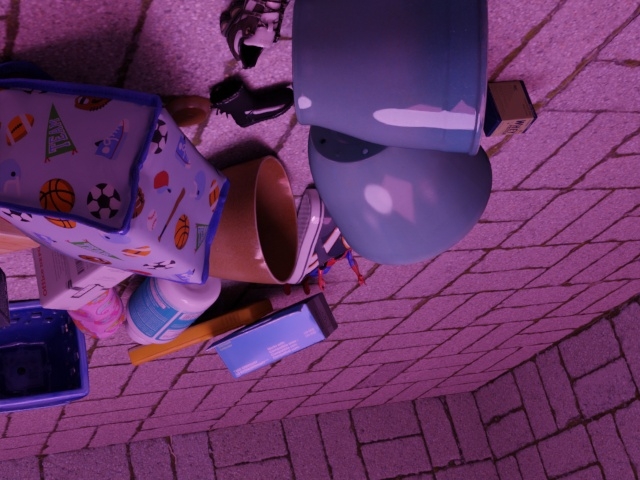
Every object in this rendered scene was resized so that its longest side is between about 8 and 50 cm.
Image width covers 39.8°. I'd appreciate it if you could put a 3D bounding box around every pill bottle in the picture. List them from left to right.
[{"bbox_3d":[-0.346,0.139,1.997,0.146,0.146,0.264,4,148,-39],"label":"pill bottle"}]

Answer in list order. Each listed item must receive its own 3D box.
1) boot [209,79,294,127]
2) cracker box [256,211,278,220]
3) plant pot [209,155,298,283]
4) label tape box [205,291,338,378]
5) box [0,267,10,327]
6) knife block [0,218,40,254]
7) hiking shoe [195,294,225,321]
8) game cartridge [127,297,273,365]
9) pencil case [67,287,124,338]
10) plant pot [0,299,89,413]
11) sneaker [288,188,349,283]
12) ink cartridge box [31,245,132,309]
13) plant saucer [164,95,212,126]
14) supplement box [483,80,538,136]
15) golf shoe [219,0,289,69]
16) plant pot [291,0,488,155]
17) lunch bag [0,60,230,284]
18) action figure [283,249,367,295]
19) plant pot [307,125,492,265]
[{"bbox_3d":[-0.113,-0.230,1.429,0.121,0.045,0.099,-21,154,18],"label":"boot"},{"bbox_3d":[-0.181,-0.024,1.835,0.232,0.067,0.155,-16,157,1],"label":"cracker box"},{"bbox_3d":[-0.197,-0.029,1.657,0.254,0.237,0.237,-4,161,16],"label":"plant pot"},{"bbox_3d":[-0.109,0.237,2.163,0.249,0.115,0.348,-25,180,9],"label":"label tape box"},{"bbox_3d":[-0.637,0.082,1.519,0.153,0.108,0.207,-10,157,-9],"label":"box"},{"bbox_3d":[-0.629,-0.047,1.477,0.276,0.088,0.242,-12,158,-6],"label":"knife block"},{"bbox_3d":[-0.352,0.168,2.190,0.227,0.086,0.114,-7,174,-13],"label":"hiking shoe"},{"bbox_3d":[-0.292,0.227,2.250,0.324,0.052,0.285,-18,179,9],"label":"game cartridge"},{"bbox_3d":[-0.494,0.117,1.904,0.124,0.124,0.284,-11,157,-9],"label":"pencil case"},{"bbox_3d":[-0.677,0.279,2.041,0.236,0.236,0.212,-3,161,-28],"label":"plant pot"},{"bbox_3d":[0.000,0.000,1.926,0.127,0.126,0.321,-1,153,-17],"label":"sneaker"},{"bbox_3d":[-0.451,0.027,1.684,0.203,0.148,0.086,-29,155,34],"label":"ink cartridge box"},{"bbox_3d":[-0.217,-0.207,1.450,0.083,0.015,0.083,-12,157,-5],"label":"plant saucer"},{"bbox_3d":[0.337,-0.241,1.621,0.083,0.083,0.056,-8,158,-19],"label":"supplement box"},{"bbox_3d":[-0.069,-0.312,1.196,0.077,0.094,0.198,-1,152,-28],"label":"golf shoe"},{"bbox_3d":[0.091,-0.256,1.240,0.255,0.271,0.271,1,158,3],"label":"plant pot"},{"bbox_3d":[-0.371,-0.097,1.317,0.385,0.239,0.328,8,164,16],"label":"lunch bag"},{"bbox_3d":[0.014,0.090,2.143,0.091,0.139,0.280,-1,152,-32],"label":"action figure"},{"bbox_3d":[0.114,-0.142,1.484,0.293,0.293,0.235,-21,142,16],"label":"plant pot"}]
